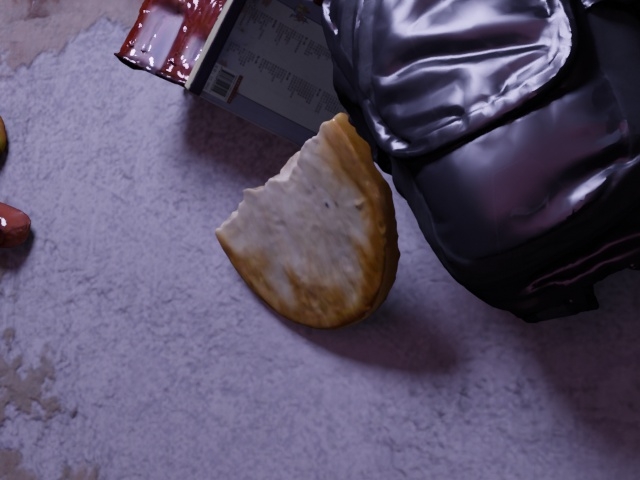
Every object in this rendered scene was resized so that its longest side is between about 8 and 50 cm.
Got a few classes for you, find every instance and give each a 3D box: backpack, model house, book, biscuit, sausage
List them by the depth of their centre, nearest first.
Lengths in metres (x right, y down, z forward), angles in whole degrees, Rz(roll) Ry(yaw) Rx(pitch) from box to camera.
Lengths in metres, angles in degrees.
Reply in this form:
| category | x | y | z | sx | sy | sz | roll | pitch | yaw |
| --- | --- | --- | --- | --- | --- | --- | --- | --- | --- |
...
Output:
| category | x | y | z | sx | sy | sz | roll | pitch | yaw |
| --- | --- | --- | --- | --- | --- | --- | --- | --- | --- |
| backpack | 0.208 | -0.134 | 1.435 | 0.363 | 0.255 | 0.445 | -29 | 60 | 22 |
| biscuit | 0.000 | 0.000 | 1.555 | 0.204 | 0.040 | 0.309 | 58 | 143 | 6 |
| book | -0.027 | -0.196 | 1.585 | 0.157 | 0.231 | 0.026 | -63 | 32 | 3 |
| model house | -0.096 | -0.287 | 1.671 | 0.196 | 0.160 | 0.254 | 24 | 89 | 29 |
| sausage | -0.430 | -0.022 | 1.845 | 0.094 | 0.054 | 0.059 | 16 | 123 | 28 |

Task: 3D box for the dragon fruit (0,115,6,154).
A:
| category | x | y | z | sx | sy | sz | roll | pitch | yaw |
| --- | --- | --- | --- | --- | --- | --- | --- | --- | --- |
| dragon fruit | -0.597 | -0.138 | 1.878 | 0.291 | 0.189 | 0.290 | -6 | 77 | 26 |
